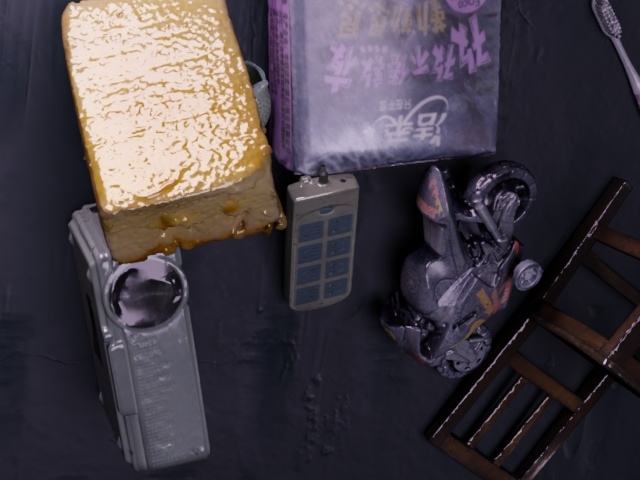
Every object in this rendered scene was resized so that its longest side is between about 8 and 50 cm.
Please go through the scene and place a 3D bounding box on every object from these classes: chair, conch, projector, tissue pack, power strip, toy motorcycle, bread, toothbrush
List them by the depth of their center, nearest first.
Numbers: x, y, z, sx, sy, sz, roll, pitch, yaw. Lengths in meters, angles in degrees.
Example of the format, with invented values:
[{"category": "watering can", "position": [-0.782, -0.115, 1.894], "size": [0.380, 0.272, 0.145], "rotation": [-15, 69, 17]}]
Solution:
[{"category": "bread", "position": [-0.152, -0.124, 1.367], "size": [0.185, 0.274, 0.114], "rotation": [-12, 150, -9]}, {"category": "projector", "position": [-0.198, 0.098, 1.461], "size": [0.099, 0.192, 0.256], "rotation": [-12, 110, -16]}, {"category": "tissue pack", "position": [0.070, -0.260, 1.495], "size": [0.259, 0.122, 0.361], "rotation": [-7, 111, -16]}, {"category": "conch", "position": [-0.084, -0.154, 1.499], "size": [0.085, 0.076, 0.056], "rotation": [-44, 160, 14]}, {"category": "power strip", "position": [0.000, 0.000, 1.538], "size": [0.080, 0.029, 0.227], "rotation": [-12, 138, -14]}, {"category": "toy motorcycle", "position": [0.160, 0.043, 1.616], "size": [0.173, 0.108, 0.307], "rotation": [-7, 122, -28]}, {"category": "chair", "position": [0.354, 0.160, 1.661], "size": [0.203, 0.240, 0.416], "rotation": [35, 91, -28]}, {"category": "toothbrush", "position": [0.418, -0.156, 1.702], "size": [0.024, 0.029, 0.354], "rotation": [-30, 115, 5]}]

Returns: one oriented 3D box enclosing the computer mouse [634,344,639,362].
[{"category": "computer mouse", "position": [0.479, 0.152, 1.812], "size": [0.135, 0.047, 0.079], "rotation": [10, 103, -25]}]
